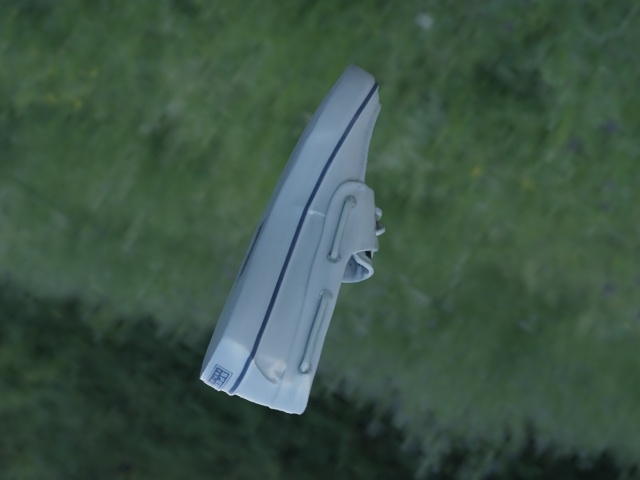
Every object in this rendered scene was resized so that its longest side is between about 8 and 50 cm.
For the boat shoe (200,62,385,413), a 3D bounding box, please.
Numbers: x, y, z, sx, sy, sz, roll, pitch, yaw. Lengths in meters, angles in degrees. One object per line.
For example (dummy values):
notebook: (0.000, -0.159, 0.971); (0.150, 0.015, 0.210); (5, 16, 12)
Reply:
boat shoe: (0.000, 0.000, 1.219); (0.084, 0.258, 0.095); (25, 161, -6)
